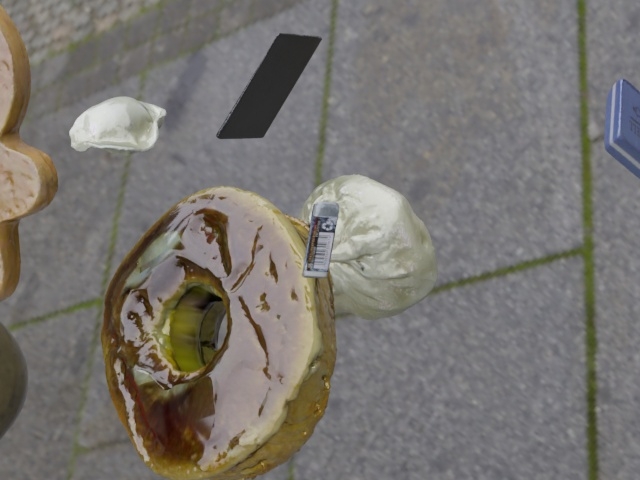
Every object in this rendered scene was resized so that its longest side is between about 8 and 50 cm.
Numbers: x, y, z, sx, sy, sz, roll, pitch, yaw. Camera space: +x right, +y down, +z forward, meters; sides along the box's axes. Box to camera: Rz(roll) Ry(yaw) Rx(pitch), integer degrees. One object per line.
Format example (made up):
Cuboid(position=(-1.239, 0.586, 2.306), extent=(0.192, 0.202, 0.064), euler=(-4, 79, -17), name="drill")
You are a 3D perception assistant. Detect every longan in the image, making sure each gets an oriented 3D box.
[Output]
Cuboid(position=(-0.573, 0.213, 2.107), extent=(0.215, 0.246, 0.246), euler=(-41, 43, 19), name="longan")

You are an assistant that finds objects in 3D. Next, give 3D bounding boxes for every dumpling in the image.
Cuboid(position=(-0.338, -0.193, 2.352), extent=(0.134, 0.169, 0.100), euler=(38, 119, 44), name="dumpling")

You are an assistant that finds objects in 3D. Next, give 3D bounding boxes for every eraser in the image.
Cuboid(position=(0.000, 0.000, 1.338), extent=(0.019, 0.027, 0.099), euler=(-100, 15, -55), name="eraser")
Cuboid(position=(0.403, -0.111, 1.633), extent=(0.036, 0.225, 0.082), euler=(-12, 60, 39), name="eraser")

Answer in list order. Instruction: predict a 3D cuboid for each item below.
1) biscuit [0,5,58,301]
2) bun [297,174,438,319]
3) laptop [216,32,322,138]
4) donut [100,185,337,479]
Cuboid(position=(-0.410, -0.107, 1.460), extent=(0.275, 0.052, 0.355), euler=(4, 102, 19), name="biscuit")
Cuboid(position=(0.045, 0.021, 1.869), extent=(0.231, 0.231, 0.133), euler=(0, 28, 42), name="bun")
Cuboid(position=(-0.081, -0.238, 2.081), extent=(0.016, 0.135, 0.197), euler=(41, 112, 20), name="laptop")
Cuboid(position=(-0.109, 0.112, 1.527), extent=(0.330, 0.160, 0.330), euler=(-10, 68, 27), name="donut")
